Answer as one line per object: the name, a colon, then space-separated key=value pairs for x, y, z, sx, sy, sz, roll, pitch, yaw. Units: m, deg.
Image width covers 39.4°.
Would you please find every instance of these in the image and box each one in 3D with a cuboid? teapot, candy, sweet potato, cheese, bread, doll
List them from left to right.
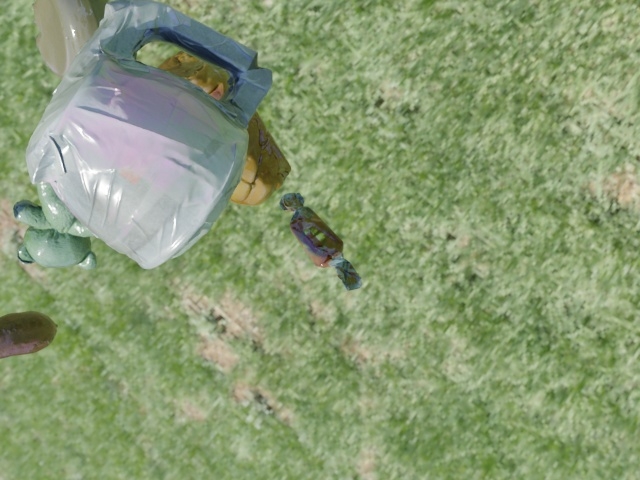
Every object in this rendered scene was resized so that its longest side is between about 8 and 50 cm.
sweet potato: x=-0.690 y=0.205 z=1.856 sx=0.097 sy=0.292 sz=0.097 roll=26 pitch=120 yaw=60
doll: x=-0.308 y=-0.034 z=1.073 sx=0.115 sy=0.077 sz=0.150 roll=12 pitch=123 yaw=-9
cheese: x=-0.392 y=-0.349 z=1.430 sx=0.175 sy=0.091 sz=0.202 roll=46 pitch=145 yaw=24
teapot: x=-0.154 y=-0.103 z=0.804 sx=0.178 sy=0.221 sz=0.163 roll=36 pitch=-170 yaw=-23
bread: x=-0.179 y=-0.196 z=1.586 sx=0.167 sy=0.132 sz=0.294 roll=35 pitch=164 yaw=49
candy: x=0.000 y=0.000 z=1.340 sx=0.182 sy=0.053 sz=0.046 roll=52 pitch=151 yaw=8
